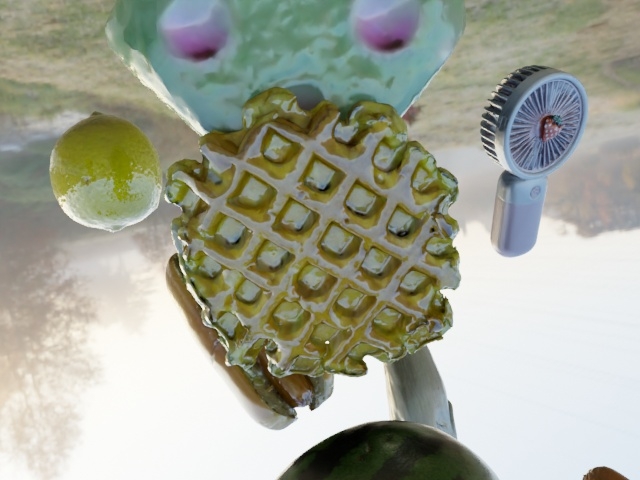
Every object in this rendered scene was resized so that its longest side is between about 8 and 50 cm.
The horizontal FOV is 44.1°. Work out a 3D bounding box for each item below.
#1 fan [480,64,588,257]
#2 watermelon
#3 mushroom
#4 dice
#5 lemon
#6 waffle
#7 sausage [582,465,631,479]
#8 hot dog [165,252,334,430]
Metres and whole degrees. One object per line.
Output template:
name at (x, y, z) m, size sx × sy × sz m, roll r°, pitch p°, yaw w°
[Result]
fan at (0.251, -0.090, 0.959) m, size 0.130 × 0.244 × 0.074 m, roll -15°, pitch -148°, yaw -27°
watermelon at (0.060, 0.320, 0.734) m, size 0.285 × 0.285 × 0.285 m, roll -11°, pitch -178°, yaw 0°
mushroom at (0.140, 0.223, 1.173) m, size 0.096 × 0.247 × 0.108 m, roll -16°, pitch 159°, yaw 10°
dice at (-0.040, -0.256, 0.960) m, size 0.330 × 0.322 × 0.318 m, roll -49°, pitch -170°, yaw 3°
lemon at (-0.348, -0.114, 1.283) m, size 0.178 × 0.203 × 0.178 m, roll -12°, pitch 174°, yaw -1°
waffle at (0.000, 0.000, 0.820) m, size 0.302 × 0.325 × 0.068 m, roll -13°, pitch -161°, yaw 5°
sausage at (0.511, 0.436, 1.269) m, size 0.197 × 0.076 × 0.076 m, roll 33°, pitch -150°, yaw 33°
hot dog at (-0.111, 0.102, 1.069) m, size 0.135 × 0.337 × 0.100 m, roll -34°, pitch 148°, yaw -9°
